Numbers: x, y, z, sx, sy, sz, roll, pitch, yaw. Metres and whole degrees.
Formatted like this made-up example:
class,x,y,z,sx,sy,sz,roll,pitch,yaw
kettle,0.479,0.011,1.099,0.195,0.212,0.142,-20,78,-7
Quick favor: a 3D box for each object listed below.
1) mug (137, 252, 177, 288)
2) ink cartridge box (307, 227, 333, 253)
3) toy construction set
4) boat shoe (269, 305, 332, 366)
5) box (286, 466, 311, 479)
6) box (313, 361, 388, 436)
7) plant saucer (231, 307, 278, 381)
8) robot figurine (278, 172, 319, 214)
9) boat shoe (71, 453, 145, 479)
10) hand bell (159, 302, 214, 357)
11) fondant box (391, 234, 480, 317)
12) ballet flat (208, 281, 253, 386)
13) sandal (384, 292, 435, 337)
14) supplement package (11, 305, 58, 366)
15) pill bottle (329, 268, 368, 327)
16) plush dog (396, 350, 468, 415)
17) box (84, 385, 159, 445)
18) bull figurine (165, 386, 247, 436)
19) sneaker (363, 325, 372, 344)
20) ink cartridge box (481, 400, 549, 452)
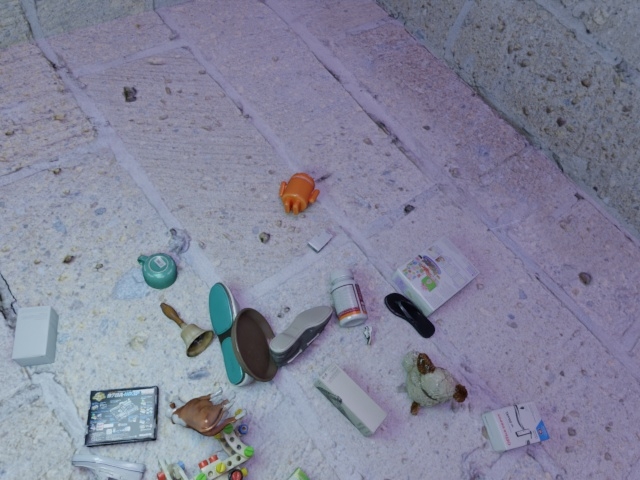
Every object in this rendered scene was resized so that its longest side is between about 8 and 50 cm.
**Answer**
class,x,y,z,sx,sy,sz,roll,pitch,yaw
mug,-0.646,0.114,1.816,0.157,0.097,0.130,3,60,-12
ink cartridge box,0.000,0.000,2.079,0.062,0.029,0.115,39,58,11
toy construction set,-0.358,0.716,1.501,0.327,0.151,0.215,-22,67,-24
boat shoe,-0.073,0.368,1.809,0.112,0.096,0.335,18,34,35
box,-0.104,0.943,1.486,0.232,0.059,0.322,43,59,13
box,0.108,0.589,1.713,0.275,0.113,0.094,42,60,14
plant saucer,-0.242,0.383,1.692,0.041,0.278,0.278,-24,62,18
robot figurine,-0.102,-0.223,2.126,0.128,0.158,0.220,45,51,-33
boat shoe,-0.676,0.729,1.458,0.226,0.083,0.076,13,57,-7
hand bell,-0.526,0.314,1.744,0.242,0.126,0.126,37,58,24
fondant box,0.517,0.156,2.073,0.330,0.096,0.238,-31,71,-28
ballet flat,-0.323,0.351,1.751,0.139,0.139,0.401,-12,67,-19
sandal,0.389,0.308,1.976,0.254,0.055,0.097,38,59,10
supplement package,-0.987,0.332,1.604,0.105,0.105,0.180,-3,60,-16
pill bottle,0.112,0.237,1.912,0.121,0.121,0.221,-6,61,-17
plush dog,0.423,0.545,1.745,0.262,0.225,0.211,35,58,8
box,-0.666,0.592,1.560,0.220,0.051,0.175,-1,61,-14
bull figurine,-0.389,0.570,1.543,0.188,0.310,0.101,-22,103,-37
sneaker,0.194,0.391,1.900,0.036,0.032,0.083,5,53,5
ink cartridge box,0.759,0.726,1.802,0.202,0.086,0.148,-6,62,-18
